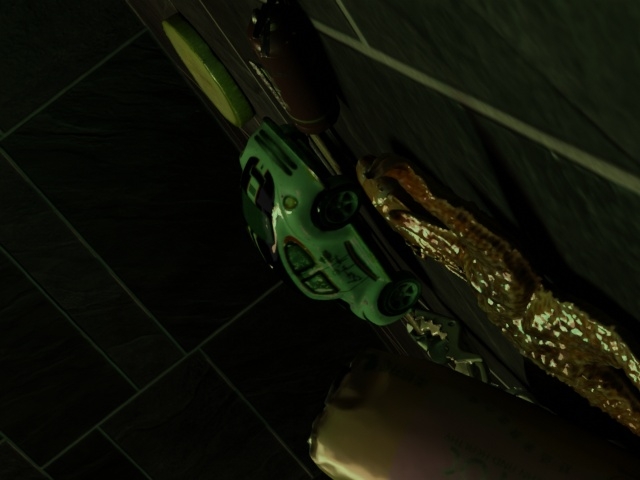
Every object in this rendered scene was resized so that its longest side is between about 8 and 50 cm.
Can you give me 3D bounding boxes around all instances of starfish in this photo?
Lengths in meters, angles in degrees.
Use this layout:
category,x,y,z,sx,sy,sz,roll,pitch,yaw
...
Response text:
category,x,y,z,sx,sy,sz,roll,pitch,yaw
starfish,0.129,0.043,0.551,0.247,0.050,0.138,40,178,10

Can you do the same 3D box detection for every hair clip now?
category,x,y,z,sx,sy,sz,roll,pitch,yaw
hair clip,0.165,0.130,1.095,0.034,0.072,0.226,60,-178,-35

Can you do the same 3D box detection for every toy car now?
category,x,y,z,sx,sy,sz,roll,pitch,yaw
toy car,0.000,0.000,1.103,0.136,0.125,0.306,49,175,44

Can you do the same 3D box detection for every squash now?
category,x,y,z,sx,sy,sz,roll,pitch,yaw
squash,-0.188,-0.281,1.652,0.219,0.041,0.219,51,177,4

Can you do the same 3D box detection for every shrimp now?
category,x,y,z,sx,sy,sz,roll,pitch,yaw
shrimp,0.080,-0.005,0.724,0.162,0.045,0.095,48,175,38

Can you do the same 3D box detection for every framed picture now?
category,x,y,z,sx,sy,sz,roll,pitch,yaw
framed picture,0.001,-0.108,1.070,0.199,0.010,0.195,53,177,-26

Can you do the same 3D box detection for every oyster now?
category,x,y,z,sx,sy,sz,roll,pitch,yaw
oyster,0.174,0.108,0.699,0.100,0.037,0.098,52,178,7

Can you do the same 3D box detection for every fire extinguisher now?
category,x,y,z,sx,sy,sz,roll,pitch,yaw
fire extinguisher,-0.021,-0.135,0.753,0.158,0.043,0.064,59,-145,-64

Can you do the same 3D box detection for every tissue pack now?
category,x,y,z,sx,sy,sz,roll,pitch,yaw
tissue pack,0.146,0.181,0.696,0.257,0.123,0.215,19,166,31

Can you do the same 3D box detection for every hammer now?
category,x,y,z,sx,sy,sz,roll,pitch,yaw
hammer,0.064,0.007,1.319,0.365,0.043,0.111,55,178,-14
